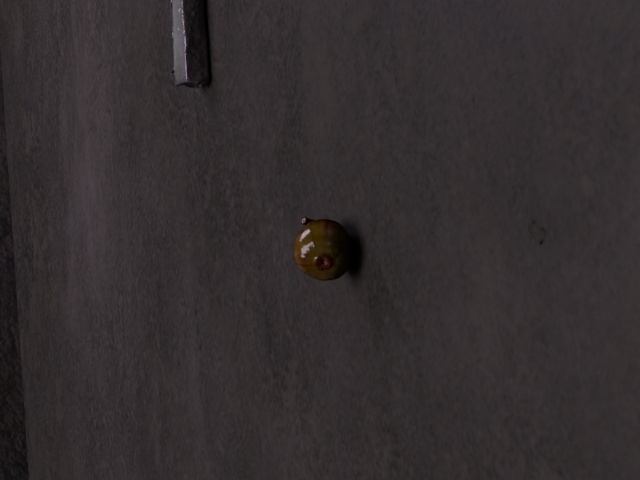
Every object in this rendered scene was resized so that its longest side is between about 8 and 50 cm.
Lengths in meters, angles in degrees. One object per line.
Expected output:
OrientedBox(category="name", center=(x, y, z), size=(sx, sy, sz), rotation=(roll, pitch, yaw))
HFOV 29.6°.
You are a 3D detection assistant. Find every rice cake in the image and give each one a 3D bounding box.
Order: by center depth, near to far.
OrientedBox(category="rice cake", center=(-0.146, -0.270, 1.338), size=(0.047, 0.036, 0.206), rotation=(-11, 81, 54))

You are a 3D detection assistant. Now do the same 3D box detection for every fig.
OrientedBox(category="fig", center=(0.000, 0.000, 1.009), size=(0.083, 0.050, 0.050), rotation=(-108, 25, -63))
